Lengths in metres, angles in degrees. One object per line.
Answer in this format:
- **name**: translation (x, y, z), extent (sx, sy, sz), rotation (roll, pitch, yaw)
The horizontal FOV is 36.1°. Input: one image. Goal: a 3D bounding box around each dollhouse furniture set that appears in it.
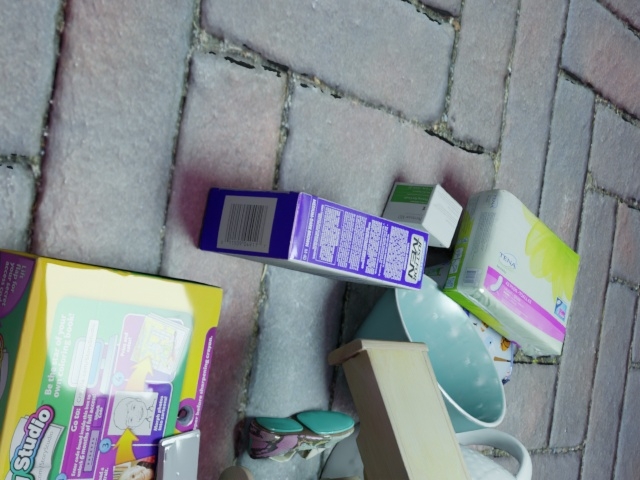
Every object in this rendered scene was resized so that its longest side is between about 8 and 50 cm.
- **dollhouse furniture set**: translation (0.003, 0.345, 1.501), extent (0.362, 0.394, 0.256), rotation (11, 55, -50)

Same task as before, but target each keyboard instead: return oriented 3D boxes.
- **keyboard**: translation (-0.200, 0.387, 1.340), extent (0.072, 0.014, 0.256), rotation (-8, 106, -55)

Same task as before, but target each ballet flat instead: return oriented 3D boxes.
- **ballet flat**: translation (-0.038, 0.332, 1.643), extent (0.221, 0.077, 0.079), rotation (5, 110, -45)

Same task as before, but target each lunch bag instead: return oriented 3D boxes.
- **lunch bag**: translation (0.286, 0.189, 1.966), extent (0.243, 0.115, 0.303), rotation (-16, 107, -45)

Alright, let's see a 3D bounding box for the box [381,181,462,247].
- **box**: translation (0.187, -0.048, 1.817), extent (0.102, 0.101, 0.087), rotation (37, 68, -44)

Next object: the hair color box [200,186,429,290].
- **hair color box**: translation (0.000, 0.000, 1.538), extent (0.339, 0.185, 0.110), rotation (17, 81, -50)

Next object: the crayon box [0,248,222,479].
- **crayon box**: translation (-0.301, 0.213, 1.277), extent (0.313, 0.106, 0.363), rotation (14, 86, -49)

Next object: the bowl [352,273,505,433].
- **bowl**: translation (0.171, 0.223, 1.739), extent (0.311, 0.163, 0.311), rotation (40, 28, -27)

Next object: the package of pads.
- **package of pads**: translation (0.379, 0.060, 1.900), extent (0.296, 0.101, 0.229), rotation (35, 61, -36)

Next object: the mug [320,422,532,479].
- **mug**: translation (0.231, 0.464, 1.772), extent (0.374, 0.328, 0.276), rotation (-38, 123, -40)
